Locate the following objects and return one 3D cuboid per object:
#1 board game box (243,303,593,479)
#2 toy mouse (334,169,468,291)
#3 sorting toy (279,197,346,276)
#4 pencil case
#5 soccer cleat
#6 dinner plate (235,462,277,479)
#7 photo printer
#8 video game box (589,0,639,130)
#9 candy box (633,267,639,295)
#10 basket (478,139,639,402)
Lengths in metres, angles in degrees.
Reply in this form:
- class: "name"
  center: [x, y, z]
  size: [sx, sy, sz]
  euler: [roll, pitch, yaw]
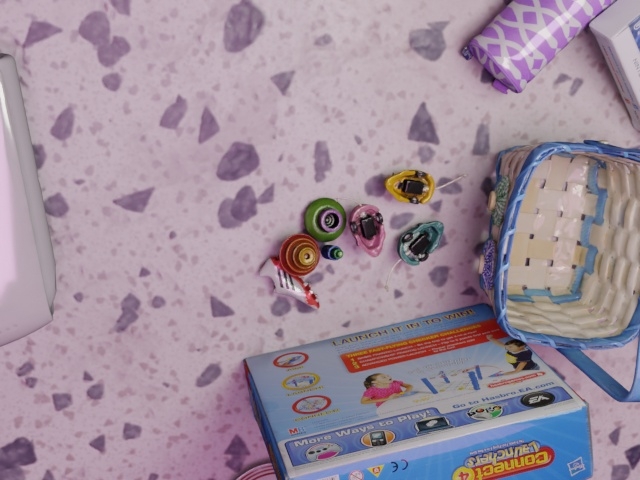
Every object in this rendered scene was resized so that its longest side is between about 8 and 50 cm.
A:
- class: "board game box"
  center: [0.091, 0.187, 1.267]
  size: [0.308, 0.302, 0.086]
  euler: [-12, 108, -8]
- class: "toy mouse"
  center: [0.083, -0.013, 1.346]
  size: [0.161, 0.031, 0.143]
  euler: [1, 104, -22]
- class: "sorting toy"
  center: [0.000, 0.000, 1.319]
  size: [0.061, 0.042, 0.102]
  euler: [41, 79, -18]
- class: "pencil case"
  center: [0.260, -0.250, 1.296]
  size: [0.206, 0.086, 0.088]
  euler: [-42, 143, 4]
- class: "soccer cleat"
  center: [-0.035, 0.054, 1.349]
  size: [0.035, 0.029, 0.083]
  euler: [-42, 106, 10]
- class: "dinner plate"
  center: [-0.056, 0.333, 1.428]
  size: [0.141, 0.017, 0.141]
  euler: [-3, 107, -10]
- class: "photo printer"
  center: [-0.414, -0.022, 1.204]
  size: [0.256, 0.107, 0.307]
  euler: [-9, 107, -9]
- class: "video game box"
  center: [0.417, -0.237, 1.313]
  size: [0.205, 0.048, 0.187]
  euler: [-40, 137, 1]
- class: "candy box"
  center: [0.438, 0.057, 1.434]
  size: [0.109, 0.053, 0.186]
  euler: [-21, 107, -6]
- class: "basket"
  center: [0.289, 0.016, 1.264]
  size: [0.201, 0.289, 0.255]
  euler: [3, 100, -21]
